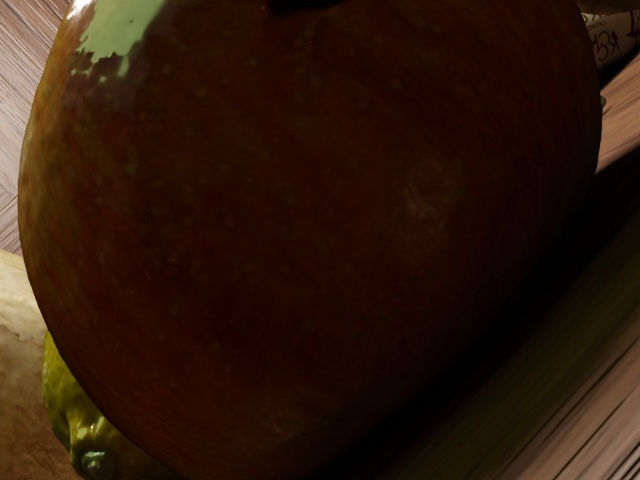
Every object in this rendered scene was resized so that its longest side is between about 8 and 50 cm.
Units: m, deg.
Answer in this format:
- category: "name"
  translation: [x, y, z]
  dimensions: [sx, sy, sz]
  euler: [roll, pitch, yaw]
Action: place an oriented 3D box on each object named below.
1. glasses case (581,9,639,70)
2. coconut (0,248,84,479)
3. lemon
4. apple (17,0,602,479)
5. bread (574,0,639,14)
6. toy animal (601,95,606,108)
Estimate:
- category: "glasses case"
  translation: [0.163, -0.217, 1.050]
  dimensions: [0.137, 0.085, 0.354]
  euler: [-23, 27, -11]
- category: "coconut"
  translation: [-0.346, 0.194, 1.073]
  dimensions: [0.404, 0.404, 0.404]
  euler: [-44, 1, 1]
- category: "lemon"
  translation: [-0.101, 0.076, 0.785]
  dimensions: [0.184, 0.184, 0.248]
  euler: [-43, 19, 43]
- category: "apple"
  translation: [-0.021, -0.047, 0.532]
  dimensions: [0.277, 0.250, 0.309]
  euler: [-43, 4, 36]
- category: "bread"
  translation: [0.193, -0.179, 0.562]
  dimensions: [0.174, 0.133, 0.251]
  euler: [-8, -15, 15]
- category: "toy animal"
  translation: [0.102, -0.026, 0.755]
  dimensions: [0.217, 0.041, 0.075]
  euler: [-39, 1, 16]
